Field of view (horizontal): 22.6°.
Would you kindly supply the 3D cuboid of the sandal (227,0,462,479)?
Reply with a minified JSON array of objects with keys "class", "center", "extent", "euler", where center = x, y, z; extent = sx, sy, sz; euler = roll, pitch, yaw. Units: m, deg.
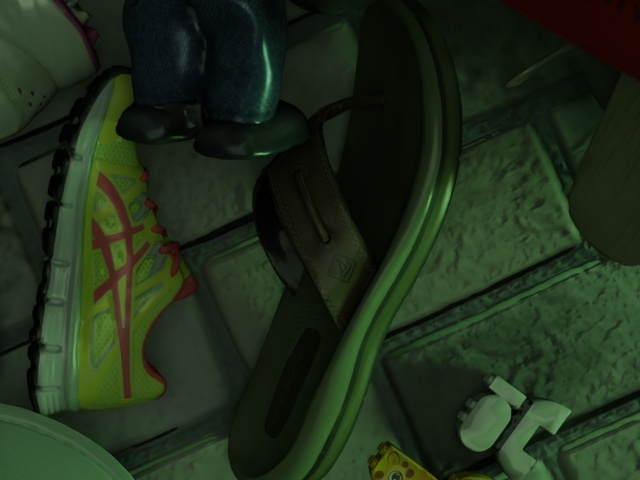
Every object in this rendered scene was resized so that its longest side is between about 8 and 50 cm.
[{"class":"sandal","center":[0.000,0.001,0.920],"extent":[0.086,0.120,0.302],"euler":[19,91,-24]}]

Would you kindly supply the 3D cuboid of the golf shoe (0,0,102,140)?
[{"class":"golf shoe","center":[-0.267,-0.175,0.904],"extent":[0.140,0.115,0.306],"euler":[-44,94,1]}]

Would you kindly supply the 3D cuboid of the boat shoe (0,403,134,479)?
[{"class":"boat shoe","center":[-0.116,0.214,0.938],"extent":[0.302,0.091,0.114],"euler":[45,68,-3]}]

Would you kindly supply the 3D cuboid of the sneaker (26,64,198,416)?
[{"class":"sneaker","center":[-0.116,0.002,0.944],"extent":[0.094,0.081,0.208],"euler":[7,98,-13]}]

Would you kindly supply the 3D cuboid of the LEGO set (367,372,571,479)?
[{"class":"LEGO set","center":[0.053,0.169,0.954],"extent":[0.093,0.087,0.227],"euler":[37,88,-5]}]

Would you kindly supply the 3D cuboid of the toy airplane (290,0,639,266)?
[{"class":"toy airplane","center":[0.196,-0.146,0.713],"extent":[0.272,0.386,0.384],"euler":[-48,119,-31]}]

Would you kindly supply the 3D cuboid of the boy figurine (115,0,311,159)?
[{"class":"boy figurine","center":[-0.065,-0.190,0.844],"extent":[0.177,0.092,0.285],"euler":[11,110,32]}]
